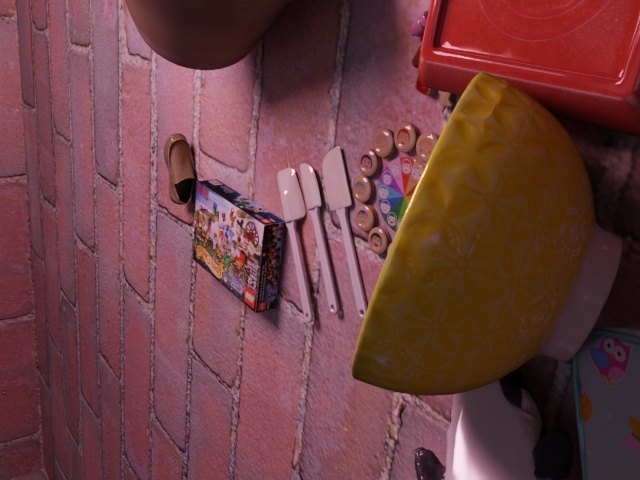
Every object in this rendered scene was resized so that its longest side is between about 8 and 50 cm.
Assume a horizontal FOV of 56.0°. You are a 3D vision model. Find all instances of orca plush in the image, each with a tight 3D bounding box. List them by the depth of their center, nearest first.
[{"bbox_3d":[0.176,0.209,0.629,0.151,0.102,0.287,-33,41,12],"label":"orca plush"}]

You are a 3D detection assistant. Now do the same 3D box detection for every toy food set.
[{"bbox_3d":[0.128,-0.215,0.670,0.078,0.019,0.122,29,127,47],"label":"toy food set"}]

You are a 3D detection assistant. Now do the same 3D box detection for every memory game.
[{"bbox_3d":[0.101,-0.053,0.743,0.186,0.012,0.186,15,109,51],"label":"memory game"}]

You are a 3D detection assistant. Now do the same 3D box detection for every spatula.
[{"bbox_3d":[0.000,0.000,0.887,0.168,0.019,0.242,-13,88,47],"label":"spatula"}]

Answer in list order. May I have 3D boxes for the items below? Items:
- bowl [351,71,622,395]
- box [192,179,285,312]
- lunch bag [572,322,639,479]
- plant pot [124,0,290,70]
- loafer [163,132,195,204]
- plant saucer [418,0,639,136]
[{"bbox_3d":[0.157,0.018,0.519,0.156,0.289,0.290,23,120,14],"label":"bowl"},{"bbox_3d":[-0.150,0.003,1.057,0.233,0.044,0.159,31,121,45],"label":"box"},{"bbox_3d":[0.290,0.190,0.438,0.224,0.107,0.279,-177,83,-76],"label":"lunch bag"},{"bbox_3d":[-0.148,-0.387,0.799,0.280,0.323,0.323,125,127,-64],"label":"plant pot"},{"bbox_3d":[-0.271,-0.136,1.182,0.050,0.056,0.148,31,131,44],"label":"loafer"},{"bbox_3d":[0.195,-0.236,0.496,0.258,0.047,0.259,27,117,41],"label":"plant saucer"}]
